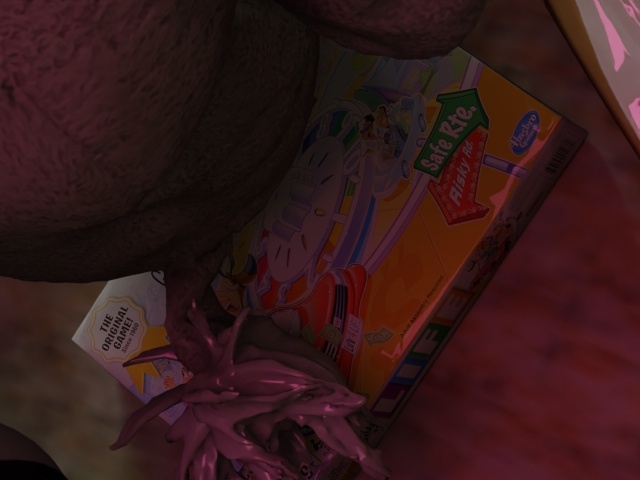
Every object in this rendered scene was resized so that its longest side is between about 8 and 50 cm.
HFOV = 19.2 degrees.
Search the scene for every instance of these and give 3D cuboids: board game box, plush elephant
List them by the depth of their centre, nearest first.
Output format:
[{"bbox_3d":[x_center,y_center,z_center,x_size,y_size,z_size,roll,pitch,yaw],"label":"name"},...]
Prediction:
[{"bbox_3d":[-0.095,-0.076,0.484,0.272,0.255,0.330,-34,77,-5],"label":"plush elephant"},{"bbox_3d":[0.000,0.000,0.610,0.103,0.026,0.154,37,99,26],"label":"board game box"}]

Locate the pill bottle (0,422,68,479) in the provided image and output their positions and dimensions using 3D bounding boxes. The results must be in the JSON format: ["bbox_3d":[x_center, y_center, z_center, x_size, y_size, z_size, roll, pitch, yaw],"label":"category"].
[{"bbox_3d":[-0.108,0.179,0.552,0.181,0.181,0.323,-45,66,14],"label":"pill bottle"}]

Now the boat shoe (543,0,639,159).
[{"bbox_3d":[0.091,-0.122,0.548,0.096,0.098,0.277,-35,78,17],"label":"boat shoe"}]
